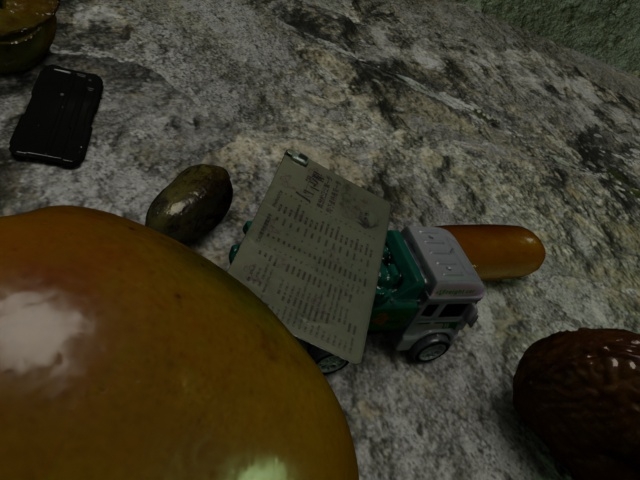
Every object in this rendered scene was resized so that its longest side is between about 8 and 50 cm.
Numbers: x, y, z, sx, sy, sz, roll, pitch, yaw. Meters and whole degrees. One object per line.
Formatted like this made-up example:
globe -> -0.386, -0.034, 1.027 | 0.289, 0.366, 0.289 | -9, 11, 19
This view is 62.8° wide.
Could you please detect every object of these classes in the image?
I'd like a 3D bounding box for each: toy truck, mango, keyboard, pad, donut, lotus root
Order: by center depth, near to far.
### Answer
mango -> -0.131, 0.167, 0.398 | 0.445, 0.232, 0.300 | 46, 53, -23
pad -> 0.000, 0.000, 0.595 | 0.160, 0.009, 0.265 | 27, 44, -9
toy truck -> 0.043, 0.065, 0.700 | 0.364, 0.178, 0.176 | 5, 44, -27
lotus root -> -0.184, -0.053, 0.766 | 0.081, 0.089, 0.179 | -5, 33, 31
keyboard -> -0.424, -0.210, 0.861 | 0.106, 0.016, 0.262 | 8, 44, -20
donut -> -0.582, -0.382, 0.899 | 0.272, 0.107, 0.272 | 11, 46, -12

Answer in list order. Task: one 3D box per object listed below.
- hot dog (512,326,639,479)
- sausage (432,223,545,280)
hot dog -> 0.409, 0.265, 0.623 | 0.174, 0.267, 0.387 | -29, 52, -16
sausage -> 0.283, 0.022, 0.928 | 0.274, 0.105, 0.105 | -1, 48, -28
